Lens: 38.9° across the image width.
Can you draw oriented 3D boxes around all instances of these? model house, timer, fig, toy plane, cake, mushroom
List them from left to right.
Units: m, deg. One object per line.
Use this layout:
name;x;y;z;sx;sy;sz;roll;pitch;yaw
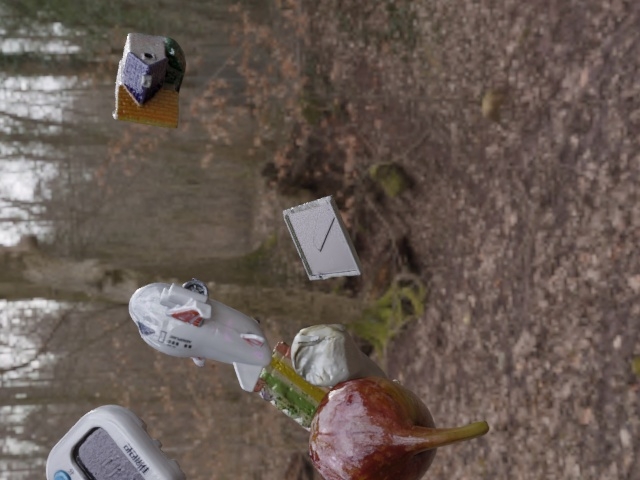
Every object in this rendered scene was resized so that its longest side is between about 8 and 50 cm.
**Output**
timer;-0.376;0.449;1.693;0.262;0.237;0.087;48;-161;9
model house;-0.219;-0.201;1.179;0.100;0.088;0.100;-104;28;-48
toy plane;-0.195;0.148;1.480;0.252;0.252;0.118;97;-164;-63
cake;-0.028;0.299;1.758;0.109;0.225;0.090;-54;12;-10
mushroom;0.043;0.198;1.387;0.096;0.099;0.278;32;174;39
fig;0.086;0.255;1.175;0.207;0.175;0.175;-14;77;60

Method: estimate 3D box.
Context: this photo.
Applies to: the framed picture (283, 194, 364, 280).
framed picture;0.000;0.000;2.281;0.281;0.019;0.209;-9;104;62
